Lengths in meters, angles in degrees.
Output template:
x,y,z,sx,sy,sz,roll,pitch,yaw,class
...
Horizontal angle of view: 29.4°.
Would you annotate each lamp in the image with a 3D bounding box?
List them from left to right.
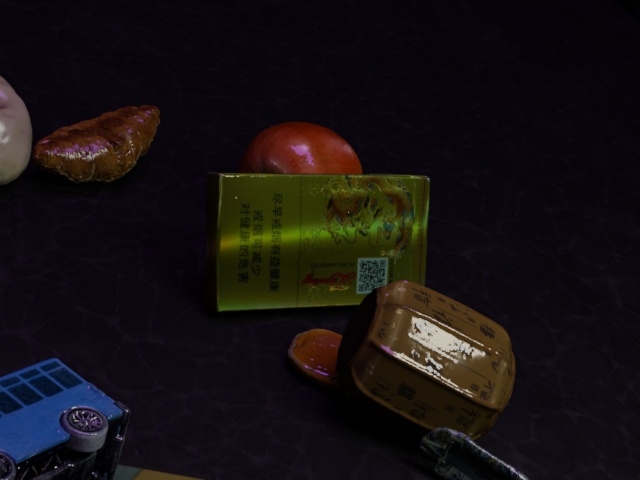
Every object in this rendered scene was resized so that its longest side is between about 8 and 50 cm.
x,y,z,sx,sy,sz,roll,pitch,yaw,class
0.121,0.140,1.392,0.185,0.161,0.161,26,27,-11,lamp

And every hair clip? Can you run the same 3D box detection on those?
x,y,z,sx,sy,sz,roll,pitch,yaw,class
0.202,0.280,1.310,0.229,0.066,0.036,39,27,22,hair clip

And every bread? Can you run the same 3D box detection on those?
x,y,z,sx,sy,sz,roll,pitch,yaw,class
-0.302,-0.126,1.695,0.105,0.076,0.233,21,33,29,bread
0.011,0.142,1.467,0.110,0.024,0.110,14,30,-8,bread

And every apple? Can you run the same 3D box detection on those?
x,y,z,sx,sy,sz,roll,pitch,yaw,class
-0.024,-0.072,1.675,0.199,0.199,0.199,14,29,-8,apple

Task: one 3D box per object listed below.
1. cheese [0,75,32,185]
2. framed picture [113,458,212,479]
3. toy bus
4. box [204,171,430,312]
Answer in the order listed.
x,y,z,sx,sy,sz,roll,pitch,yaw,class
-0.525,-0.218,1.665,0.351,0.129,0.328,32,14,-7,cheese
-0.258,0.268,1.106,0.324,0.013,0.244,13,28,-11,framed picture
-0.295,0.199,1.074,0.133,0.116,0.234,33,29,25,toy bus
0.000,0.000,1.559,0.311,0.173,0.043,-2,6,-31,box
